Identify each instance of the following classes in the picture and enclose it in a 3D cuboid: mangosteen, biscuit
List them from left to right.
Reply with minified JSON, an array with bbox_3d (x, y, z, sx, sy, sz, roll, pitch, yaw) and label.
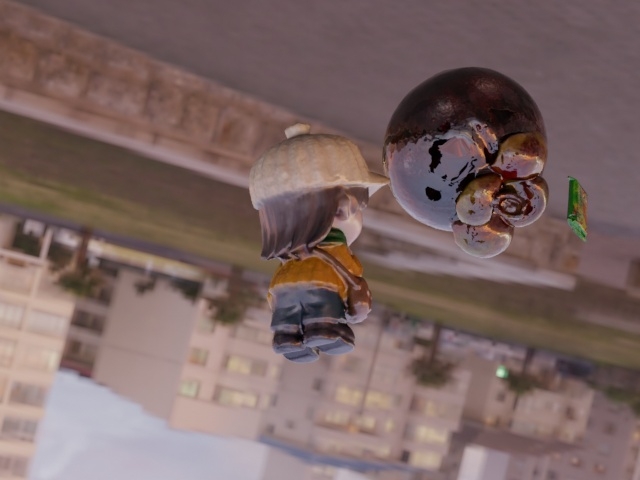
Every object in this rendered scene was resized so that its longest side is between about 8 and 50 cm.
[{"bbox_3d":[0.268,-0.136,2.435,0.307,0.307,0.347,17,-149,-46],"label":"mangosteen"},{"bbox_3d":[0.345,-0.045,1.872,0.016,0.089,0.046,-17,135,31],"label":"biscuit"}]

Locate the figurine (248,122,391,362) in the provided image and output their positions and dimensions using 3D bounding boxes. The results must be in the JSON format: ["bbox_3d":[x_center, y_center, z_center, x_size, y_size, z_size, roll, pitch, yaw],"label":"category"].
[{"bbox_3d":[-0.017,-0.006,1.992,0.185,0.332,0.204,-14,139,32],"label":"figurine"}]
